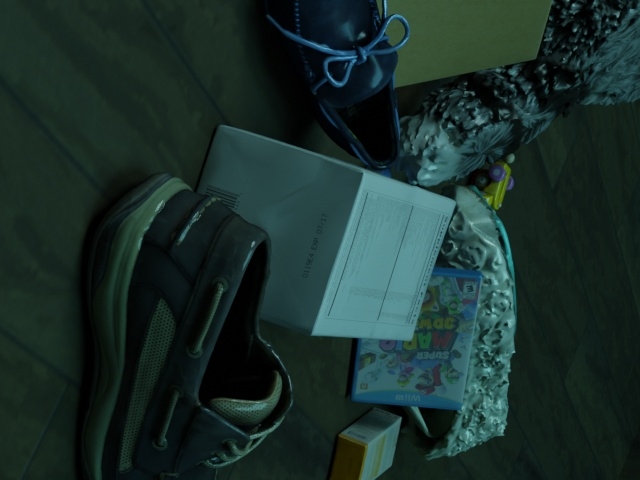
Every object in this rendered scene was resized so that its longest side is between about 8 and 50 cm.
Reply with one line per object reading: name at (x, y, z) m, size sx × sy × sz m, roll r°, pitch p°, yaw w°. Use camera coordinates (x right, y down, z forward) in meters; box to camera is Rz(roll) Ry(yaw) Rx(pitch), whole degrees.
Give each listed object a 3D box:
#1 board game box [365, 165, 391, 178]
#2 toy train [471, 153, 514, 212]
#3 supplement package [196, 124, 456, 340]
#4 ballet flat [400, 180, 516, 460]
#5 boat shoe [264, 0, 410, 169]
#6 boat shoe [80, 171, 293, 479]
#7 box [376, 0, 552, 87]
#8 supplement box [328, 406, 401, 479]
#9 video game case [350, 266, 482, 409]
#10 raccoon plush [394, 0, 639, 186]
board game box at (0.042, -0.020, 1.732) m, size 0.090 × 0.020 × 0.090 m, roll -53°, pitch 151°, yaw -41°
toy train at (0.178, -0.074, 1.994) m, size 0.125 × 0.046 × 0.166 m, roll 77°, pitch 34°, yaw -52°
supplement package at (0.000, 0.000, 1.487) m, size 0.244 × 0.134 × 0.139 m, roll 13°, pitch 95°, yaw -69°
ballet flat at (0.139, 0.114, 1.949) m, size 0.147 × 0.147 × 0.409 m, roll -57°, pitch 154°, yaw -33°
boat shoe at (0.031, -0.152, 1.449) m, size 0.109 × 0.089 × 0.258 m, roll -36°, pitch 149°, yaw -2°
boat shoe at (-0.098, 0.120, 1.353) m, size 0.132 × 0.130 × 0.355 m, roll -49°, pitch 150°, yaw -44°
box at (0.109, -0.201, 1.539) m, size 0.201 × 0.021 × 0.164 m, roll -13°, pitch 143°, yaw -18°
supplement box at (0.048, 0.227, 1.934) m, size 0.098 × 0.036 × 0.062 m, roll -26°, pitch 131°, yaw -61°
video game case at (0.097, 0.100, 1.843) m, size 0.015 × 0.119 × 0.166 m, roll -89°, pitch -176°, yaw -60°
raccoon plush at (0.203, -0.285, 1.778) m, size 0.446 × 0.299 × 0.216 m, roll -25°, pitch 154°, yaw -22°
